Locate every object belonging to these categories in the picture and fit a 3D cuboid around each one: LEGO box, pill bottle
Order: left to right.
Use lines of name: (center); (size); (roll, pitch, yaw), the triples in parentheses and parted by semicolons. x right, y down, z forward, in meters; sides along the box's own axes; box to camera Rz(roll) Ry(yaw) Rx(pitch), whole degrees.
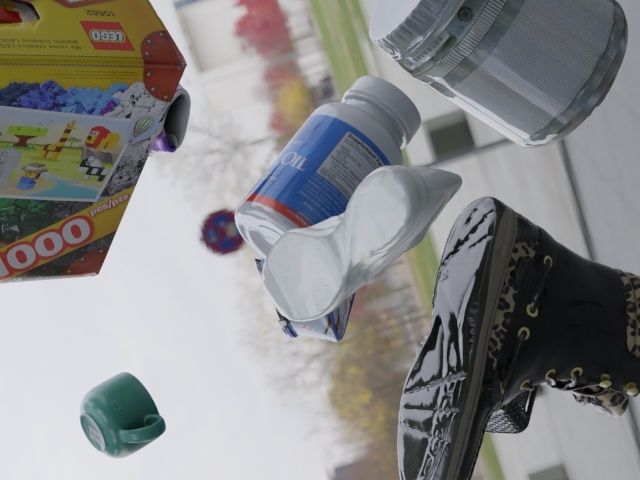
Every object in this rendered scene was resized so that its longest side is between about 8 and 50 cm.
LEGO box: (-0.465, -0.130, 1.607); (0.193, 0.500, 0.372); (58, 136, 33)
pill bottle: (0.015, -0.073, 1.505); (0.124, 0.221, 0.124); (31, 157, 15)

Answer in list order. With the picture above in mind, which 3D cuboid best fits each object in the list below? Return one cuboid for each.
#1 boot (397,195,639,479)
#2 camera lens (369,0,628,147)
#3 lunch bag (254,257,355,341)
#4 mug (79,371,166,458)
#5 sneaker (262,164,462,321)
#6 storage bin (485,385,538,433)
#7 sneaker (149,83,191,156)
boot: (0.258, 0.164, 1.660); (0.138, 0.284, 0.378); (-11, 63, 60)
camera lens: (0.227, -0.262, 1.703); (0.274, 0.219, 0.219); (30, -162, -18)
lunch bag: (0.000, 0.000, 2.075); (0.243, 0.114, 0.303); (75, -154, -47)
mug: (-0.334, 0.292, 2.253); (0.129, 0.097, 0.158); (58, 149, 5)
sneaker: (0.038, 0.003, 1.148); (0.094, 0.212, 0.080); (-14, -105, -45)
storage bin: (0.259, 0.245, 2.256); (0.084, 0.180, 0.122); (50, -130, -41)
sneaker: (-0.319, -0.150, 2.209); (0.161, 0.282, 0.102); (35, -178, 39)
